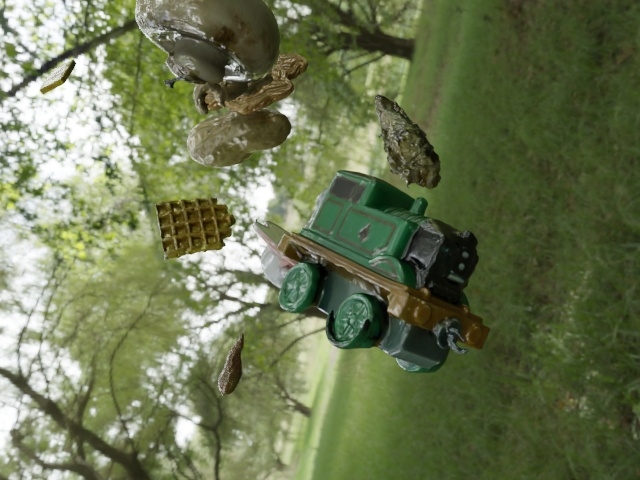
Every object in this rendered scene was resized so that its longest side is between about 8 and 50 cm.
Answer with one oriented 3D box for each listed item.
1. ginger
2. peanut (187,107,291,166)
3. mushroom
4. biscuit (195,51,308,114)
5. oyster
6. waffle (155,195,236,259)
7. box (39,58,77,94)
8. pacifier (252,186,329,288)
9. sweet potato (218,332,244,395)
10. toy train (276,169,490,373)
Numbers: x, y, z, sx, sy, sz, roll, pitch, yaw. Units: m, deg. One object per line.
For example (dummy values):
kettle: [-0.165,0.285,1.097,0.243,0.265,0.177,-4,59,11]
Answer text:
ginger: [-0.248,-0.463,1.958,0.065,0.258,0.149,48,150,36]
peanut: [-0.281,-0.353,2.324,0.170,0.386,0.192,-85,-27,-42]
mushroom: [-0.280,-0.490,1.655,0.362,0.361,0.295,88,-160,-85]
biscuit: [-0.221,-0.521,2.164,0.051,0.375,0.270,73,178,-57]
oyster: [0.256,-0.298,2.052,0.133,0.337,0.197,-41,-31,21]
waffle: [-0.335,-0.039,1.851,0.055,0.210,0.161,113,146,-63]
box: [-0.830,-0.520,2.143,0.155,0.086,0.023,-93,-20,-52]
pacifier: [-0.031,0.013,1.527,0.332,0.220,0.273,-19,-69,-84]
sweet potato: [-0.265,0.390,2.053,0.068,0.068,0.226,-72,0,-75]
toy train: [0.093,0.038,1.018,0.429,0.178,0.249,25,91,56]
